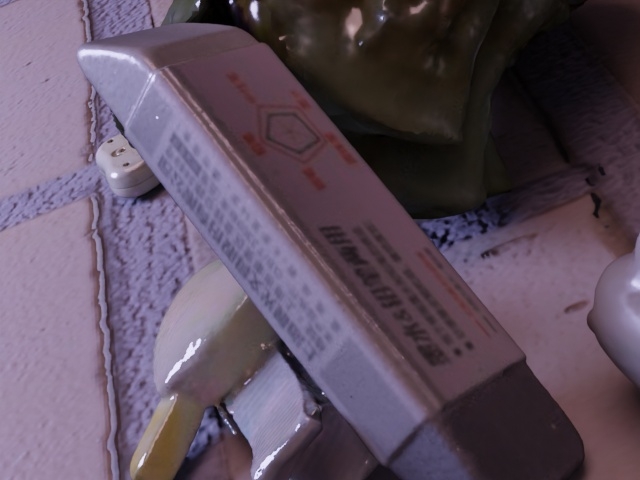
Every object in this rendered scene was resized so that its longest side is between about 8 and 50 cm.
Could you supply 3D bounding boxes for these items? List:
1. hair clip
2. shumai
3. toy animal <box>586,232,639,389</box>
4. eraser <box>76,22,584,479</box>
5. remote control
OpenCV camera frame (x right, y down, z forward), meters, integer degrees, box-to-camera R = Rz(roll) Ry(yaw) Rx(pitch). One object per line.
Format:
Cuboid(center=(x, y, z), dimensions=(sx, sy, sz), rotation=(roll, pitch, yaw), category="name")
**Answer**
Cuboid(center=(-0.048, 0.082, 0.773), dimensions=(0.159, 0.071, 0.218), rotation=(-46, 32, 2), category="hair clip")
Cuboid(center=(0.050, -0.173, 0.895), dimensions=(0.395, 0.395, 0.348), rotation=(-4, 63, 25), category="shumai")
Cuboid(center=(0.297, -0.047, 0.677), dimensions=(0.258, 0.194, 0.357), rotation=(24, 68, 19), category="toy animal")
Cuboid(center=(0.000, 0.000, 0.710), dimensions=(0.089, 0.061, 0.352), rotation=(-22, 67, -43), category="eraser")
Cuboid(center=(-0.117, -0.077, 1.060), dimensions=(0.122, 0.032, 0.074), rotation=(-28, 34, -8), category="remote control")
